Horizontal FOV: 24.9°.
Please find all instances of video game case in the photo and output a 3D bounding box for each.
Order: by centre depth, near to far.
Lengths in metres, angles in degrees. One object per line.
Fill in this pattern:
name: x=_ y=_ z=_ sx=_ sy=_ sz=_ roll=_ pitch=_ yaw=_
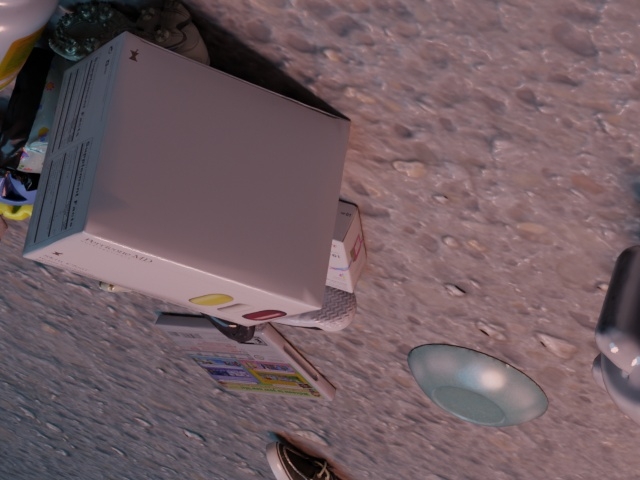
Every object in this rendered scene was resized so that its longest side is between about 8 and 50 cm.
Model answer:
video game case: x=-0.109 y=0.171 z=2.114 sx=0.212 sy=0.023 sz=0.193 roll=1 pitch=146 yaw=39

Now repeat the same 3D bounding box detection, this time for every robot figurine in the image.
robot figurine: x=0.411 y=0.139 z=1.398 sx=0.300 sy=0.199 sz=0.353 roll=-6 pitch=141 yaw=48

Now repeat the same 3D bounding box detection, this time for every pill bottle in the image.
pill bottle: x=-0.323 y=-0.237 z=1.383 sx=0.136 sy=0.136 sz=0.246 roll=31 pitch=153 yaw=-13

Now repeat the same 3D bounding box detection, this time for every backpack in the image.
backpack: x=-0.243 y=-0.119 z=1.539 sx=0.182 sy=0.151 sz=0.115 roll=16 pitch=165 yaw=-11

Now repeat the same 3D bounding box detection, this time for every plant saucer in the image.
plant saucer: x=0.199 y=0.201 z=1.890 sx=0.195 sy=0.037 sz=0.195 roll=19 pitch=154 yaw=9

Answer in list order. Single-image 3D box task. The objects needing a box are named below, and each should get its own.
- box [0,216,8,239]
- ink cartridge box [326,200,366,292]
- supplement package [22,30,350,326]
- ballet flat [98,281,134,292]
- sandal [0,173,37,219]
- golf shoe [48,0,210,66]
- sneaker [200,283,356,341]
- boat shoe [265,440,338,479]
box: x=-0.523 y=-0.008 z=1.941 sx=0.056 sy=0.183 sz=0.231 roll=15 pitch=153 yaw=21
ink cartridge box: x=0.000 y=0.000 z=1.657 sx=0.089 sy=0.052 sz=0.122 roll=16 pitch=152 yaw=16
supplement package: x=-0.127 y=-0.051 z=1.423 sx=0.262 sy=0.204 sz=0.145 roll=19 pitch=160 yaw=-29
ballet flat: x=-0.290 y=0.032 z=1.956 sx=0.070 sy=0.070 sz=0.188 roll=1 pitch=146 yaw=40
sandal: x=-0.298 y=-0.087 z=1.697 sx=0.317 sy=0.126 sz=0.138 roll=15 pitch=130 yaw=21
golf shoe: x=-0.190 y=-0.190 z=1.446 sx=0.176 sy=0.069 sz=0.086 roll=8 pitch=156 yaw=32
sneaker: x=-0.063 y=0.068 z=1.796 sx=0.269 sy=0.101 sz=0.153 roll=19 pitch=155 yaw=25
boat shoe: x=-0.010 y=0.398 z=2.420 sx=0.070 sy=0.077 sz=0.219 roll=-29 pitch=127 yaw=17
